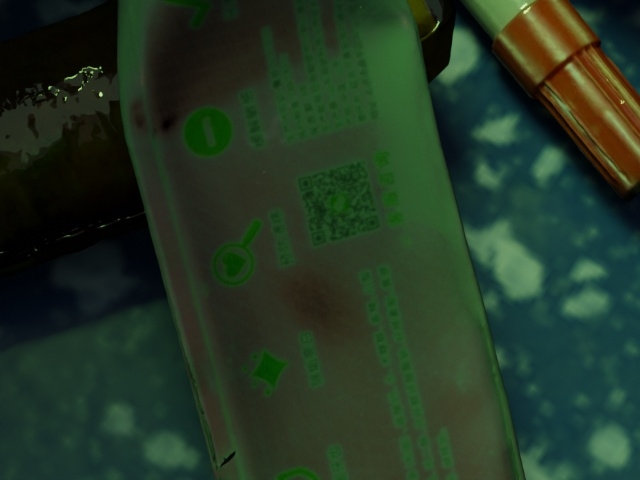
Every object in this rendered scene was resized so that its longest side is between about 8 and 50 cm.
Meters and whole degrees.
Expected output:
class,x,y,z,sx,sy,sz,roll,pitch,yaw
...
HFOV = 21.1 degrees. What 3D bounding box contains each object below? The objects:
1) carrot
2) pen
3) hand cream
class,x,y,z,sx,sy,sz,roll,pitch,yaw
carrot,-0.088,-0.026,0.482,0.260,0.070,0.070,-20,75,-11
pen,0.031,-0.111,0.541,0.028,0.028,0.239,-34,78,-14
hand cream,0.000,0.000,0.451,0.079,0.050,0.275,-11,101,15
